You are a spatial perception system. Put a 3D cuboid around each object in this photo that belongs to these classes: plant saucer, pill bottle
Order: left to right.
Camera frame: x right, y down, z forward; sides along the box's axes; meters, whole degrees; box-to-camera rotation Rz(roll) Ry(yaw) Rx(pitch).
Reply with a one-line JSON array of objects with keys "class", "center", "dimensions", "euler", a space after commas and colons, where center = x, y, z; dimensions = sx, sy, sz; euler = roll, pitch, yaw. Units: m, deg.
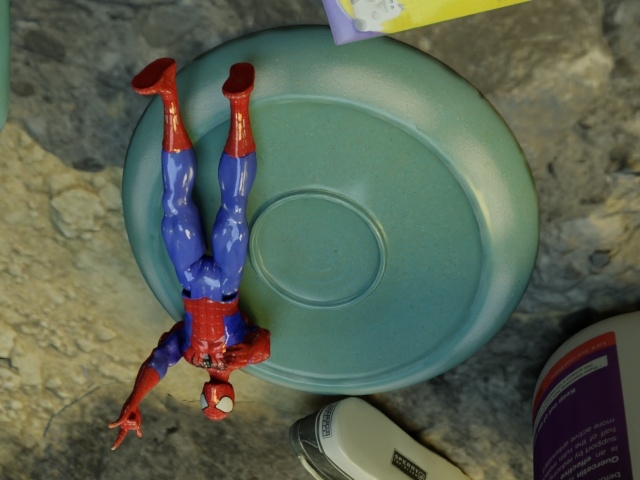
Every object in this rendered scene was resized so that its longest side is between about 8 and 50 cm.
[{"class": "plant saucer", "center": [0.000, 0.000, 0.737], "dimensions": [0.318, 0.043, 0.317], "euler": [5, 122, 9]}, {"class": "pill bottle", "center": [0.230, 0.201, 0.648], "dimensions": [0.182, 0.323, 0.181], "euler": [5, 123, 8]}]

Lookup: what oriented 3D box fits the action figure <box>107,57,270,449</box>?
[{"class": "action figure", "center": [-0.086, 0.035, 0.674], "dimensions": [0.092, 0.139, 0.280], "euler": [5, 125, 10]}]

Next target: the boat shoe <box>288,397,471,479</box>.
[{"class": "boat shoe", "center": [0.066, 0.212, 0.843], "dimensions": [0.219, 0.077, 0.070], "euler": [45, 135, -18]}]

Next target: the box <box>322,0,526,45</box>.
[{"class": "box", "center": [0.082, -0.189, 0.601], "dimensions": [0.179, 0.043, 0.105], "euler": [-12, 118, 15]}]

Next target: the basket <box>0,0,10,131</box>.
[{"class": "basket", "center": [-0.284, -0.198, 0.551], "dimensions": [0.255, 0.201, 0.288], "euler": [8, 90, 6]}]
